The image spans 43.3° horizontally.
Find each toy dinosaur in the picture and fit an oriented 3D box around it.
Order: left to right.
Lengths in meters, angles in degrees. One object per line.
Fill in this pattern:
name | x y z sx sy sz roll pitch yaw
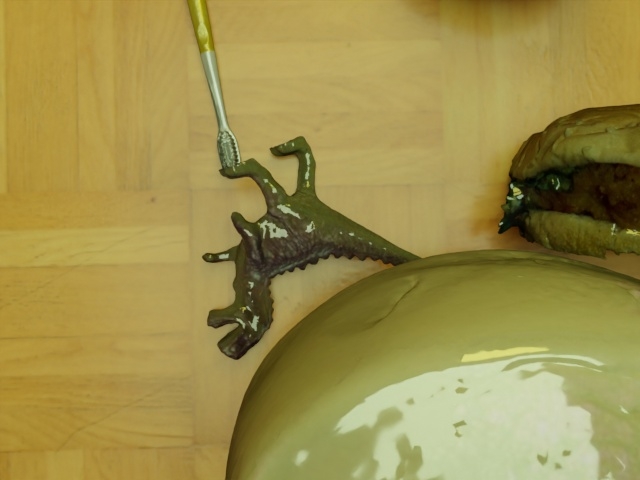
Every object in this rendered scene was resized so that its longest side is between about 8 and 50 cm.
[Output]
toy dinosaur | -0.001 0.000 0.762 0.251 0.072 0.200 -20 95 -8

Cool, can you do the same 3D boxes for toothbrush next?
toothbrush | -0.115 -0.203 0.779 0.021 0.024 0.288 -12 88 1

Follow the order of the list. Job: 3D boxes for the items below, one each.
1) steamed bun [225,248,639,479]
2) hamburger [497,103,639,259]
steamed bun | 0.160 0.155 0.596 0.456 0.371 0.290 4 91 -5
hamburger | 0.315 -0.049 0.692 0.309 0.211 0.132 3 93 -2
